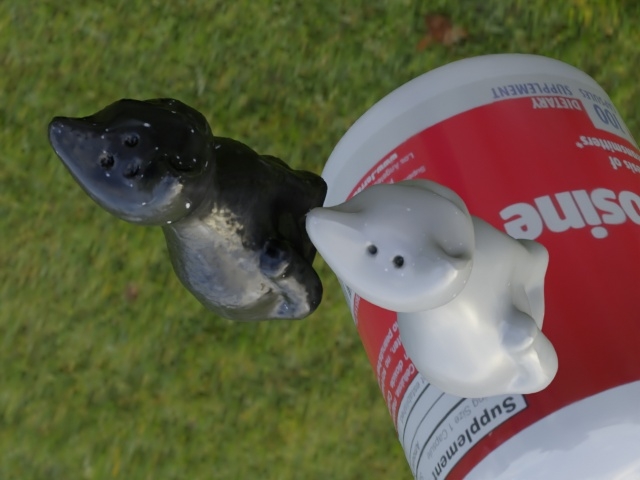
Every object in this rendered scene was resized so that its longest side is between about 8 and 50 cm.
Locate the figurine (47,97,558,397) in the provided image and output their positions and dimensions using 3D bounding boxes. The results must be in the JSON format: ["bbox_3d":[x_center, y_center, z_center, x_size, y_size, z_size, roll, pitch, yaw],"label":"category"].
[{"bbox_3d":[0.000,0.000,0.796,0.215,0.092,0.209,18,174,22],"label":"figurine"}]

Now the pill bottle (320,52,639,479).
[{"bbox_3d":[0.159,0.092,1.091,0.229,0.407,0.229,-14,143,-10],"label":"pill bottle"}]
